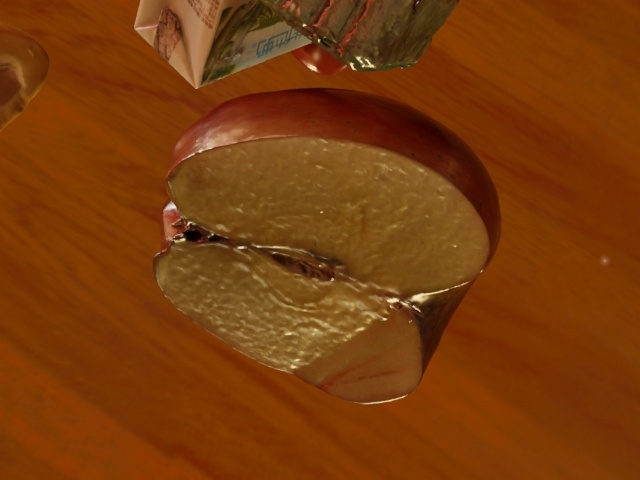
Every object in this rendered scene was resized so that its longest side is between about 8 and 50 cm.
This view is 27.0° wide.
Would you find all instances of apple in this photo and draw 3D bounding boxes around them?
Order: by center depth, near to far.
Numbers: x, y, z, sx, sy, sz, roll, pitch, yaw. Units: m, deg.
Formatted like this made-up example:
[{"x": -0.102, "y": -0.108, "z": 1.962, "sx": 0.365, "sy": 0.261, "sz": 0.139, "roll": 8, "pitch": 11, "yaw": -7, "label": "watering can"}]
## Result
[{"x": 0.000, "y": 0.000, "z": 1.448, "sx": 0.365, "sy": 0.295, "sz": 0.328, "roll": 17, "pitch": 89, "yaw": 3, "label": "apple"}]

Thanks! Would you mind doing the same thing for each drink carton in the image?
[{"x": -0.070, "y": -0.346, "z": 1.460, "sx": 0.132, "sy": 0.194, "sz": 0.324, "roll": 45, "pitch": 139, "yaw": 21, "label": "drink carton"}]

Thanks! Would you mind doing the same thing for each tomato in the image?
[{"x": 0.010, "y": -0.304, "z": 1.786, "sx": 0.091, "sy": 0.139, "sz": 0.159, "roll": -29, "pitch": 46, "yaw": 34, "label": "tomato"}]

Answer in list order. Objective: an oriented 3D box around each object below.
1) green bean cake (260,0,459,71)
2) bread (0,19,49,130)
[{"x": 0.017, "y": -0.221, "z": 1.153, "sx": 0.173, "sy": 0.181, "sz": 0.094, "roll": 36, "pitch": 106, "yaw": 7, "label": "green bean cake"}, {"x": -0.320, "y": -0.147, "z": 1.164, "sx": 0.134, "sy": 0.173, "sz": 0.085, "roll": -45, "pitch": 123, "yaw": -16, "label": "bread"}]
